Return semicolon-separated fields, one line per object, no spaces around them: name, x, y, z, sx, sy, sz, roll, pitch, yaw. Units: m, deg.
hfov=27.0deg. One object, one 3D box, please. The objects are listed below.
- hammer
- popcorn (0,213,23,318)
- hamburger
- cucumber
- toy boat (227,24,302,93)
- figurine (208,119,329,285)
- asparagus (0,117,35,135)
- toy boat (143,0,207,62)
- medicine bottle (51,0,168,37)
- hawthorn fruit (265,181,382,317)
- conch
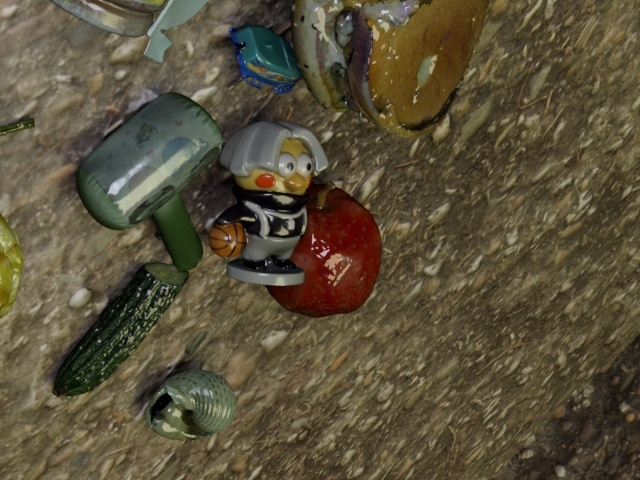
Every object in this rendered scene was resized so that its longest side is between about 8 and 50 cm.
hammer;-0.218;-0.054;1.874;0.206;0.119;0.335;-40;154;-14
popcorn;-0.465;0.042;1.594;0.221;0.183;0.204;-38;137;7
hamburger;0.102;-0.295;1.870;0.318;0.195;0.276;-42;146;-39
cucumber;-0.301;0.138;1.998;0.265;0.077;0.077;-52;149;5
toy boat;-0.089;-0.240;1.869;0.110;0.091;0.175;-24;162;26
figurine;-0.082;-0.059;1.959;0.176;0.133;0.236;0;101;-45
asparagus;-0.402;-0.129;1.639;0.114;0.015;0.014;-23;174;-33
toy boat;-0.129;-0.340;1.628;0.291;0.067;0.220;-63;170;-10
medicine bottle;-0.189;-0.398;1.484;0.151;0.151;0.322;4;120;-53
hawthorn fruit;0.000;0.000;2.117;0.205;0.205;0.253;-28;136;-31
conch;-0.216;0.271;2.220;0.153;0.102;0.135;30;111;-24
